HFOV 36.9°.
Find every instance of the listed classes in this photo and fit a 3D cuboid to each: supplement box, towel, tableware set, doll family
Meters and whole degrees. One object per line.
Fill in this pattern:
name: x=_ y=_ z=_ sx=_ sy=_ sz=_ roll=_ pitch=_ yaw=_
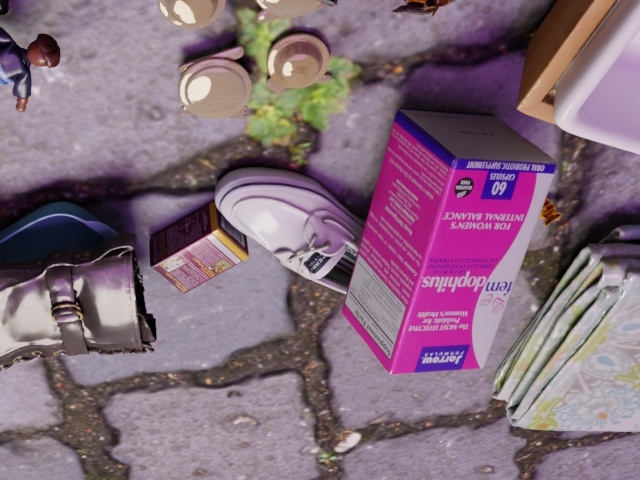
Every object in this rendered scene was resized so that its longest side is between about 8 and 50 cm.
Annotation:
supplement box: x=-0.120 y=0.007 z=0.951 sx=0.083 sy=0.043 sz=0.055 roll=-28 pitch=135 yaw=16
towel: x=0.426 y=0.116 z=1.150 sx=0.374 sy=0.090 sz=0.320 roll=4 pitch=138 yaw=-16
supplement box: x=0.112 y=0.002 z=0.888 sx=0.111 sy=0.114 sz=0.220 roll=0 pitch=120 yaw=-27
tableware set: x=-0.058 y=-0.171 z=0.794 sx=0.141 sy=0.020 sz=0.169 roll=-10 pitch=136 yaw=-4
doll family: x=-0.270 y=-0.177 z=0.710 sx=0.111 sy=0.076 sz=0.193 roll=-19 pitch=142 yaw=3

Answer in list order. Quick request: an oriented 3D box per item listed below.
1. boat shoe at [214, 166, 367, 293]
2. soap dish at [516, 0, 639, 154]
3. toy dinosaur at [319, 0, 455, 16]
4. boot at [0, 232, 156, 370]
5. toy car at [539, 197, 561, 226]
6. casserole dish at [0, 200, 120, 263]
boat shoe: x=0.000 y=0.000 z=0.944 sx=0.226 sy=0.076 sz=0.083 roll=21 pitch=128 yaw=-30
soap dish: x=0.320 y=-0.198 z=0.770 sx=0.229 sy=0.118 sz=0.291 roll=12 pitch=133 yaw=-23
toy dinosaur: x=0.043 y=-0.233 z=0.622 sx=0.218 sy=0.164 sz=0.322 roll=-32 pitch=178 yaw=27
boot: x=-0.275 y=0.101 z=0.932 sx=0.229 sy=0.091 sz=0.263 roll=-1 pitch=134 yaw=-10
toy car: x=0.187 y=-0.011 z=1.015 sx=0.122 sy=0.060 sz=0.040 roll=-33 pitch=91 yaw=-1
casserole dish: x=-0.275 y=0.023 z=0.941 sx=0.188 sy=0.037 sz=0.114 roll=-30 pitch=134 yaw=18
